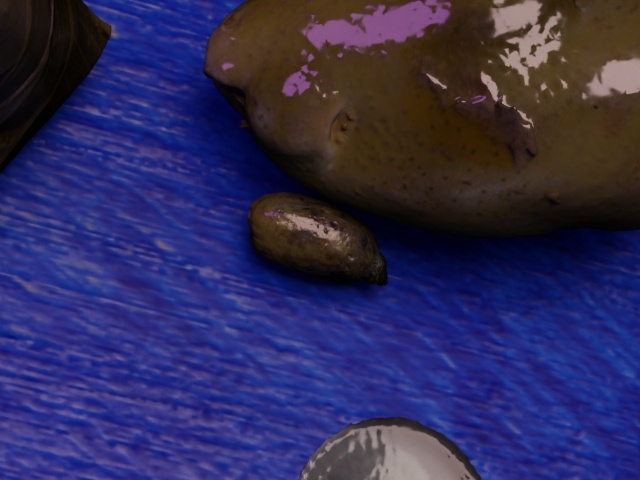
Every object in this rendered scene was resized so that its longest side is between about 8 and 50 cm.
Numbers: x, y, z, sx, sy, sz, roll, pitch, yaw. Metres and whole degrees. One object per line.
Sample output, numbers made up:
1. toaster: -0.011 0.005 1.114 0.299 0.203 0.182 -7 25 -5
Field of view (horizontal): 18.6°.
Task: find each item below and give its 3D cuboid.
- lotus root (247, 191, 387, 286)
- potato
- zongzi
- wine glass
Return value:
1. lotus root: 0.000 0.000 1.230 0.099 0.054 0.049 22 83 -5
2. potato: 0.101 -0.103 1.232 0.351 0.202 0.218 -2 69 -4
3. zongzi: -0.267 -0.187 1.094 0.289 0.317 0.154 40 82 4
4. wine glass: 0.012 0.178 1.052 0.103 0.231 0.103 5 66 -12
